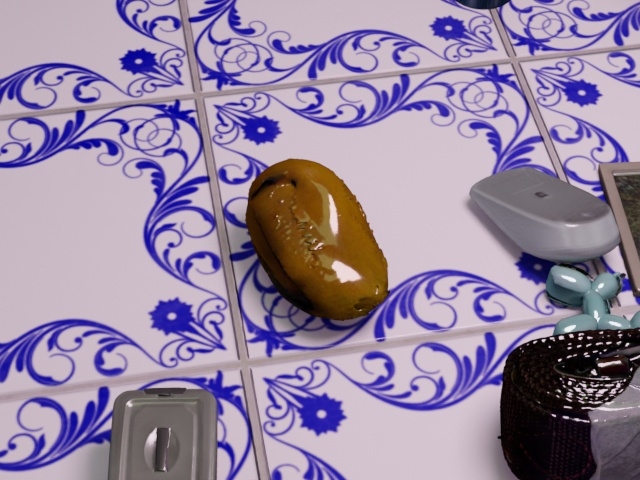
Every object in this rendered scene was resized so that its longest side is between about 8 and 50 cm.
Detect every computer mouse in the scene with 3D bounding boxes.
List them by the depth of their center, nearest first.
[{"bbox_3d":[0.308,-0.031,1.702,0.127,0.079,0.231,-14,32,-27],"label":"computer mouse"}]

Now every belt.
[{"bbox_3d":[0.352,0.182,1.448,0.289,0.164,0.184,-6,28,-9],"label":"belt"}]

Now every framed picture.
[{"bbox_3d":[0.570,-0.026,1.738,0.324,0.020,0.241,-2,51,-3],"label":"framed picture"}]

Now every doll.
[{"bbox_3d":[0.373,0.102,1.602,0.158,0.059,0.159,-3,49,-3],"label":"doll"}]

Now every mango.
[{"bbox_3d":[0.000,0.000,1.623,0.151,0.156,0.249,4,39,-48],"label":"mango"}]

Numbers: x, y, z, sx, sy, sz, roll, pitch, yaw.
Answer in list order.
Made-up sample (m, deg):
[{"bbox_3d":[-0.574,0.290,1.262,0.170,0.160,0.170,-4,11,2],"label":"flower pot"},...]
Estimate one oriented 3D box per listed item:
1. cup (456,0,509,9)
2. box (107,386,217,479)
[{"bbox_3d":[0.252,-0.465,2.017,0.150,0.138,0.113,-5,50,-5],"label":"cup"},{"bbox_3d":[-0.178,0.263,1.433,0.124,0.093,0.172,-1,50,-1],"label":"box"}]
